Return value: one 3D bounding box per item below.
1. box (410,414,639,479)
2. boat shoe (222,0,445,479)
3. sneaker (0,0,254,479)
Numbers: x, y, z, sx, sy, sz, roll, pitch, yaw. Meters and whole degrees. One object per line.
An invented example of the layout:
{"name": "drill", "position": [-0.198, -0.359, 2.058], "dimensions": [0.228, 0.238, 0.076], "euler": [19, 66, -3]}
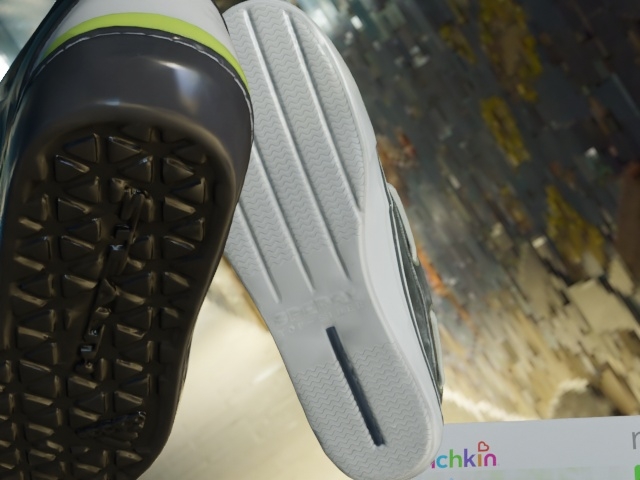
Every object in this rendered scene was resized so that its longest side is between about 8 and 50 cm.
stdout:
{"name": "box", "position": [0.182, 0.264, 1.100], "dimensions": [0.262, 0.231, 0.126], "euler": [-4, -29, 13]}
{"name": "boat shoe", "position": [0.000, 0.000, 0.963], "dimensions": [0.121, 0.335, 0.119], "euler": [-14, 10, 12]}
{"name": "sneaker", "position": [-0.075, 0.000, 0.453], "dimensions": [0.234, 0.084, 0.097], "euler": [124, 151, -41]}
